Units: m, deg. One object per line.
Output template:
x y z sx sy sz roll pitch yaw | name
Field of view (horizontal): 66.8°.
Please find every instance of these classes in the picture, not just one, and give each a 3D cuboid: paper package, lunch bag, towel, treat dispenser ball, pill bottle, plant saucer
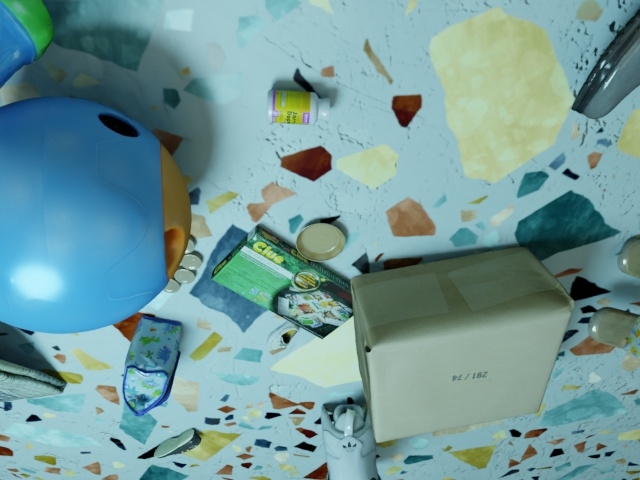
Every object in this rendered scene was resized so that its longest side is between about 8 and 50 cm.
0.232 0.193 0.871 0.325 0.168 0.309 -10 129 -2 | paper package
-0.326 0.244 0.935 0.096 0.129 0.151 17 126 -14 | lunch bag
-0.715 0.278 0.923 0.312 0.056 0.324 -6 153 2 | towel
-0.309 -0.030 0.607 0.288 0.288 0.288 -1 129 -1 | treat dispenser ball
-0.030 -0.178 0.652 0.083 0.043 0.043 2 129 -4 | pill bottle
0.000 0.000 0.818 0.083 0.015 0.083 -1 130 -1 | plant saucer

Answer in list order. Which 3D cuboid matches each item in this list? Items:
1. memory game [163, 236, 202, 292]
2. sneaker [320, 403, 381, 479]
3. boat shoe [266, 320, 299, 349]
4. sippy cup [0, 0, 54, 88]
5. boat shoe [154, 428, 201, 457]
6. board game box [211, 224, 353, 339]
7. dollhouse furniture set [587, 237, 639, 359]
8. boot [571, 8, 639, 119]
-0.298 0.026 0.832 0.186 0.012 0.186 -1 130 -1 | memory game
0.075 0.498 1.159 0.137 0.210 0.366 -3 164 1 | sneaker
-0.074 0.193 0.961 0.035 0.035 0.100 32 121 -25 | boat shoe
-0.423 -0.186 0.456 0.240 0.224 0.305 26 165 -10 | sippy cup
-0.355 0.512 1.204 0.133 0.049 0.042 -30 116 15 | boat shoe
-0.050 0.084 0.878 0.259 0.030 0.136 34 123 -26 | board game box
0.573 0.043 0.669 0.256 0.362 0.394 15 99 -15 | dollhouse furniture set
0.473 -0.223 0.523 0.223 0.118 0.338 42 124 8 | boot
